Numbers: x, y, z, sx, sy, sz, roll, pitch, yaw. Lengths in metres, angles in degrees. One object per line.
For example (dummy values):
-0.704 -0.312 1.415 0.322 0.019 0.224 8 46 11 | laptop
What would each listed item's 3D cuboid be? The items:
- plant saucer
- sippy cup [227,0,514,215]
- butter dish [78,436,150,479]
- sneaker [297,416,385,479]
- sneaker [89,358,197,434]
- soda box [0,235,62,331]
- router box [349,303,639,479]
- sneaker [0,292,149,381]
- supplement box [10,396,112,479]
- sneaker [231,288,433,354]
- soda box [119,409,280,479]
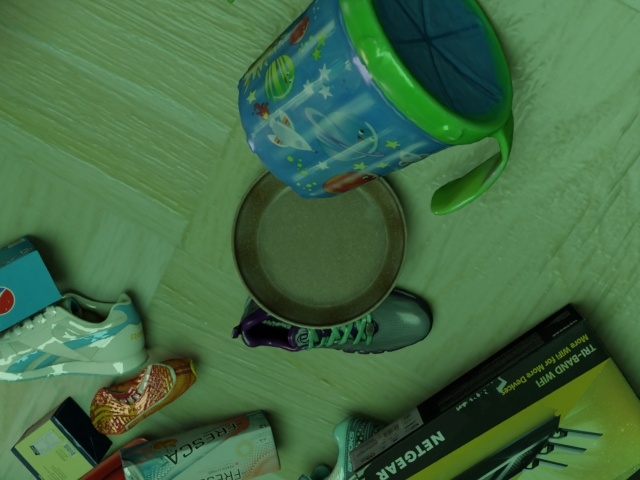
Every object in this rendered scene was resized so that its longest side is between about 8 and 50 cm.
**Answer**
0.000 0.000 1.806 0.199 0.036 0.198 0 88 8 | plant saucer
0.042 -0.161 1.671 0.224 0.240 0.305 -32 78 33 | sippy cup
-0.234 0.354 1.990 0.160 0.118 0.160 -37 100 23 | butter dish
0.023 0.334 1.941 0.122 0.110 0.283 29 109 14 | sneaker
-0.215 0.193 1.953 0.175 0.067 0.064 -26 77 38 | sneaker
-0.417 0.080 1.894 0.210 0.067 0.071 -29 114 -11 | soda box
0.225 0.258 1.807 0.309 0.081 0.243 -35 101 3 | router box
-0.323 0.113 1.939 0.229 0.087 0.092 -5 108 7 | sneaker
-0.322 0.257 2.006 0.083 0.056 0.083 -37 99 24 | supplement box
0.013 0.105 1.840 0.224 0.098 0.083 1 111 14 | sneaker
-0.143 0.262 1.924 0.183 0.058 0.063 -15 108 -9 | soda box
